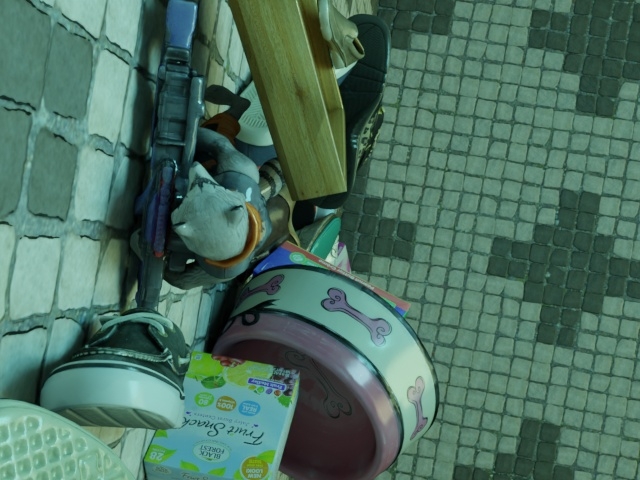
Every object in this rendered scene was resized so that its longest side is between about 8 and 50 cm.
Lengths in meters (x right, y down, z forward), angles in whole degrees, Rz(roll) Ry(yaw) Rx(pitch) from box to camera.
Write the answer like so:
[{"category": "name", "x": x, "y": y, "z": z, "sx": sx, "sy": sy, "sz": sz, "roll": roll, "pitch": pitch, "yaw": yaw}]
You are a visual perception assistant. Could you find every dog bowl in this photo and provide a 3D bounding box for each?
[{"category": "dog bowl", "x": -0.015, "y": 0.249, "z": 1.268, "sx": 0.150, "sy": 0.408, "sz": 0.408, "roll": -47, "pitch": 150, "yaw": -46}]

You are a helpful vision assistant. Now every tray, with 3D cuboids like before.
[{"category": "tray", "x": -0.051, "y": -0.270, "z": 0.826, "sx": 0.203, "sy": 0.076, "sz": 0.411, "roll": -88, "pitch": 164, "yaw": -54}]

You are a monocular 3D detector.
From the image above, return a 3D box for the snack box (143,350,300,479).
[{"category": "snack box", "x": -0.135, "y": 0.268, "z": 1.080, "sx": 0.207, "sy": 0.174, "sz": 0.070, "roll": -74, "pitch": 170, "yaw": -49}]

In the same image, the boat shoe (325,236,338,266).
[{"category": "boat shoe", "x": 0.000, "y": 0.000, "z": 1.874, "sx": 0.096, "sy": 0.098, "sz": 0.277, "roll": -36, "pitch": -124, "yaw": 43}]

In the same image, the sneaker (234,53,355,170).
[{"category": "sneaker", "x": -0.046, "y": -0.228, "z": 1.261, "sx": 0.350, "sy": 0.131, "sz": 0.148, "roll": -52, "pitch": 158, "yaw": -40}]

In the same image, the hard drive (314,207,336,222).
[{"category": "hard drive", "x": -0.018, "y": -0.089, "z": 1.794, "sx": 0.172, "sy": 0.054, "sz": 0.255, "roll": -5, "pitch": -106, "yaw": 61}]

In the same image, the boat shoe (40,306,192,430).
[{"category": "boat shoe", "x": -0.191, "y": 0.124, "z": 0.737, "sx": 0.335, "sy": 0.121, "sz": 0.119, "roll": 118, "pitch": -24, "yaw": -75}]

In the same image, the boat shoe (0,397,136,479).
[{"category": "boat shoe", "x": -0.212, "y": 0.304, "z": 0.604, "sx": 0.500, "sy": 0.156, "sz": 0.187, "roll": 77, "pitch": 26, "yaw": -44}]

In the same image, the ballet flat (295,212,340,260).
[{"category": "ballet flat", "x": -0.060, "y": 0.053, "z": 1.629, "sx": 0.107, "sy": 0.106, "sz": 0.316, "roll": 81, "pitch": 31, "yaw": -53}]

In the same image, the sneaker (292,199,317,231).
[{"category": "sneaker", "x": -0.038, "y": -0.143, "z": 1.697, "sx": 0.145, "sy": 0.090, "sz": 0.270, "roll": -69, "pitch": 164, "yaw": -50}]

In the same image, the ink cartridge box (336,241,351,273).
[{"category": "ink cartridge box", "x": 0.000, "y": 0.159, "z": 1.954, "sx": 0.324, "sy": 0.071, "sz": 0.330, "roll": -57, "pitch": 142, "yaw": -48}]

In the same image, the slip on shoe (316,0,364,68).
[{"category": "slip on shoe", "x": 0.024, "y": -0.257, "z": 0.910, "sx": 0.135, "sy": 0.041, "sz": 0.051, "roll": 61, "pitch": 20, "yaw": -64}]

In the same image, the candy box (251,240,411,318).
[{"category": "candy box", "x": -0.009, "y": 0.194, "z": 1.414, "sx": 0.122, "sy": 0.268, "sz": 0.317, "roll": -48, "pitch": 160, "yaw": -44}]

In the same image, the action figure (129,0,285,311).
[{"category": "action figure", "x": -0.105, "y": -0.088, "z": 0.842, "sx": 0.330, "sy": 0.178, "sz": 0.341, "roll": -91, "pitch": -169, "yaw": -67}]

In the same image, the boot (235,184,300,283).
[{"category": "boot", "x": -0.115, "y": 0.020, "z": 1.436, "sx": 0.207, "sy": 0.090, "sz": 0.248, "roll": -53, "pitch": 158, "yaw": -48}]

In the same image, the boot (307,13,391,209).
[{"category": "boot", "x": 0.066, "y": -0.274, "z": 1.524, "sx": 0.284, "sy": 0.138, "sz": 0.377, "roll": -59, "pitch": 160, "yaw": -69}]
